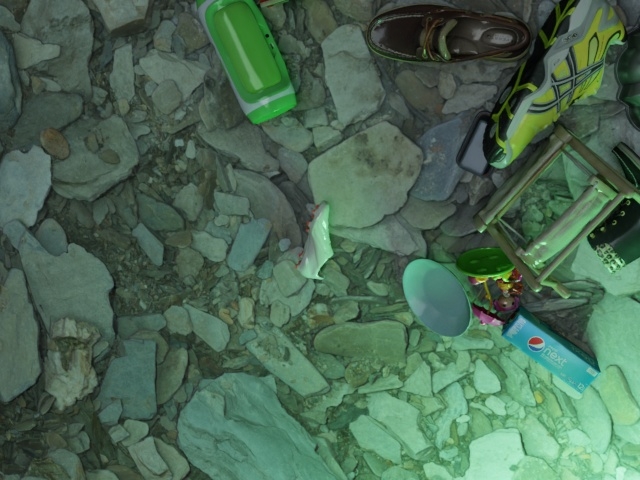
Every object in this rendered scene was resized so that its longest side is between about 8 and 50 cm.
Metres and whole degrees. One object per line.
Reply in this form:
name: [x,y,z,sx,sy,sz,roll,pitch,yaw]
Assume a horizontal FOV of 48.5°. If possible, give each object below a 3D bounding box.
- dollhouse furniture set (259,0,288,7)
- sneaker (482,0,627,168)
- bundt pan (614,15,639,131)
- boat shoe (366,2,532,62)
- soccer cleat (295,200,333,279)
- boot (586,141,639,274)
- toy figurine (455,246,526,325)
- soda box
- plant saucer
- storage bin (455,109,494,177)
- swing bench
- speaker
dollhouse furniture set: [-0.100,-0.627,1.471,0.262,0.135,0.259,-8,107,27]
sneaker: [0.453,-0.296,1.361,0.147,0.145,0.384,32,94,-10]
bundt pan: [0.728,-0.321,1.323,0.331,0.124,0.330,4,103,16]
boat shoe: [0.253,-0.417,1.441,0.342,0.123,0.123,10,106,14]
soccer cleat: [0.000,0.000,1.653,0.076,0.068,0.196,19,115,7]
boot: [0.611,-0.061,1.442,0.179,0.085,0.236,-34,90,24]
toy figurine: [0.388,0.108,1.552,0.173,0.130,0.159,-13,114,-5]
soda box: [0.501,0.236,1.551,0.210,0.071,0.067,37,110,6]
plant saucer: [0.267,0.122,1.580,0.195,0.037,0.195,32,136,37]
storage bin: [0.345,-0.194,1.486,0.098,0.091,0.135,27,110,9]
swing bench: [0.457,-0.066,1.393,0.253,0.165,0.254,-51,53,21]
speaker: [-0.163,-0.414,1.567,0.131,0.131,0.296,-23,95,20]
